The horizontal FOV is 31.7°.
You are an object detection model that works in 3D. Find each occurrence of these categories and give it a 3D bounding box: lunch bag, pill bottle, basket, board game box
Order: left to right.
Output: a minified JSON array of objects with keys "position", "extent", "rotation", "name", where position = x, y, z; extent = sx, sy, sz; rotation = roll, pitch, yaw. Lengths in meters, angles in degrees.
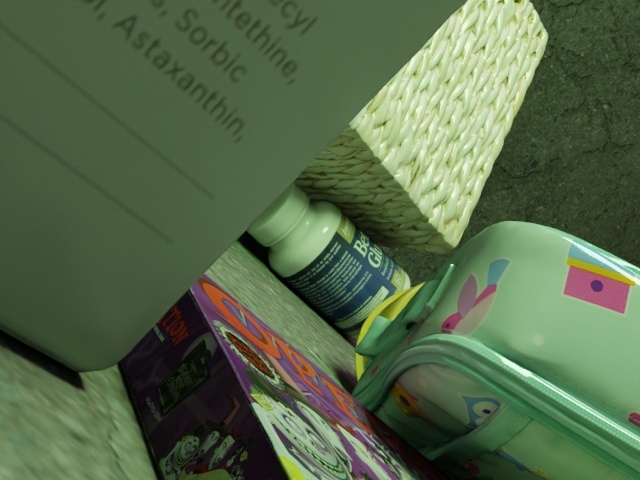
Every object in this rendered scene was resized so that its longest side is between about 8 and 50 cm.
[{"position":[0.006,0.018,1.168],"extent":[0.169,0.094,0.094],"rotation":[43,3,-22],"name":"pill bottle"},{"position":[0.026,-0.192,1.243],"extent":[0.328,0.331,0.266],"rotation":[5,-29,41],"name":"basket"},{"position":[0.064,0.152,0.472],"extent":[0.347,0.056,0.208],"rotation":[42,-1,-29],"name":"board game box"},{"position":[0.125,0.103,0.609],"extent":[0.224,0.108,0.279],"rotation":[29,-20,2],"name":"lunch bag"}]

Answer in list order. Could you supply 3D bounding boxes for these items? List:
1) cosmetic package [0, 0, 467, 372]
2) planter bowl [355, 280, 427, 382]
[{"position":[-0.101,-0.242,0.383],"extent":[0.327,0.394,0.329],"rotation":[42,4,-42],"name":"cosmetic package"},{"position":[0.142,0.086,0.861],"extent":[0.217,0.090,0.217],"rotation":[11,44,-11],"name":"planter bowl"}]
